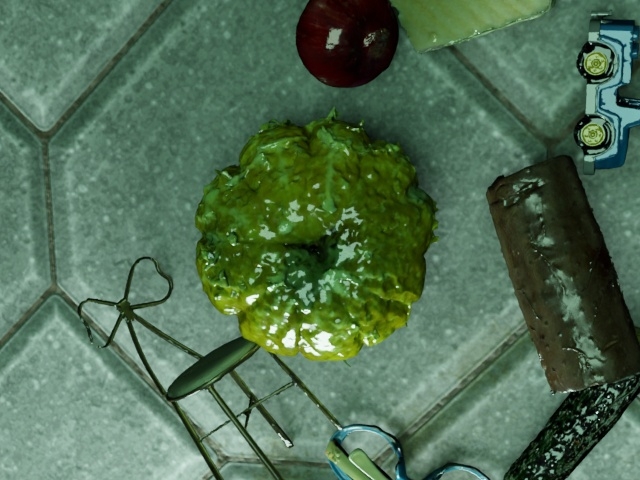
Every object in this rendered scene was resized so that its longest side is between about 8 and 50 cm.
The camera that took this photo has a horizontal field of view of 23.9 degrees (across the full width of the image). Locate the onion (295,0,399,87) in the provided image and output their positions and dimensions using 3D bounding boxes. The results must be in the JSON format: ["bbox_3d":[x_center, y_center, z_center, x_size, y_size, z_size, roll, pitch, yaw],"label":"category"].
[{"bbox_3d":[0.034,-0.248,1.815,0.131,0.131,0.131,3,104,14],"label":"onion"}]

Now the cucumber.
[{"bbox_3d":[0.315,0.234,1.885,0.072,0.072,0.300,37,109,4],"label":"cucumber"}]

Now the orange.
[{"bbox_3d":[0.000,0.000,1.820,0.300,0.223,0.301,44,96,0],"label":"orange"}]

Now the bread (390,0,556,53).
[{"bbox_3d":[0.157,-0.293,1.788,0.232,0.064,0.172,18,124,-4],"label":"bread"}]

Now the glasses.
[{"bbox_3d":[0.118,0.298,1.912,0.239,0.207,0.102,23,71,6],"label":"glasses"}]

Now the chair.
[{"bbox_3d":[-0.139,0.164,1.913,0.170,0.160,0.325,-26,101,51],"label":"chair"}]

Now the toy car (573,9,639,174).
[{"bbox_3d":[0.349,-0.173,1.764,0.100,0.097,0.191,4,104,13],"label":"toy car"}]

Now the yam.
[{"bbox_3d":[0.285,0.045,1.787,0.131,0.131,0.279,-22,80,18],"label":"yam"}]
